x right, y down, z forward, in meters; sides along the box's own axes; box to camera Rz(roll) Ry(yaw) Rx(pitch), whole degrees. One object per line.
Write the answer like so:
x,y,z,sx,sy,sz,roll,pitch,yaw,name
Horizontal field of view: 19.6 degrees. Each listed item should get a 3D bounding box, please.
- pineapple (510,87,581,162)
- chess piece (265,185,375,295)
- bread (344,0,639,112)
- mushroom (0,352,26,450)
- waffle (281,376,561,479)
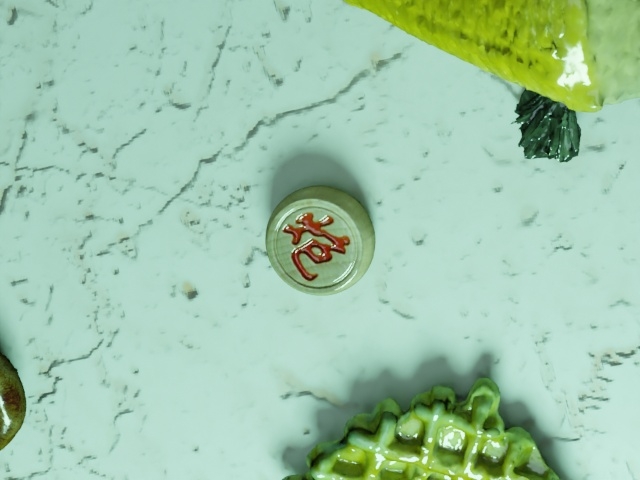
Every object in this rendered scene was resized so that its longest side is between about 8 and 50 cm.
0.174,-0.130,1.299,0.074,0.074,0.159,18,117,10,pineapple
0.000,0.000,1.393,0.084,0.038,0.083,3,103,14,chess piece
0.119,-0.275,1.137,0.143,0.333,0.323,-11,116,-26,bread
-0.296,0.129,1.481,0.127,0.087,0.127,3,107,10,mushroom
0.082,0.218,1.421,0.223,0.054,0.204,-31,95,18,waffle
